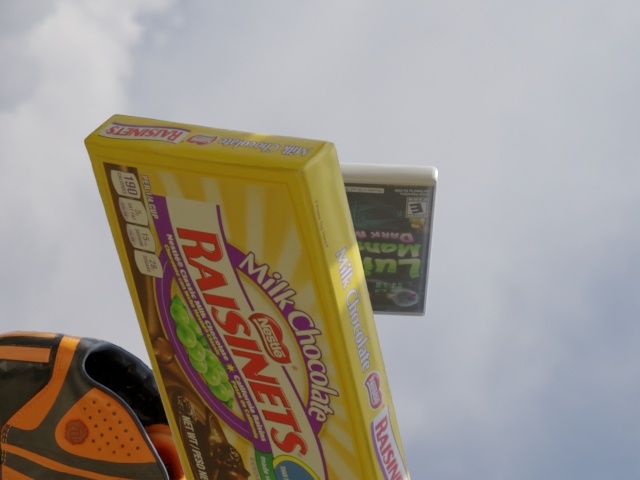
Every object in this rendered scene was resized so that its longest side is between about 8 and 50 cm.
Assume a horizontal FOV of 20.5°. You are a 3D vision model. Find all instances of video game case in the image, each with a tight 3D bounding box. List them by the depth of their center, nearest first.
[{"bbox_3d":[0.000,0.000,1.504,0.173,0.190,0.022,91,1,-48],"label":"video game case"}]

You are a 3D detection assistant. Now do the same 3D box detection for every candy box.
[{"bbox_3d":[-0.022,0.050,0.692,0.105,0.027,0.206,7,-55,33],"label":"candy box"}]

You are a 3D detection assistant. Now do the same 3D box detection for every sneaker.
[{"bbox_3d":[-0.181,0.224,1.379,0.180,0.124,0.321,-5,-70,12],"label":"sneaker"}]
